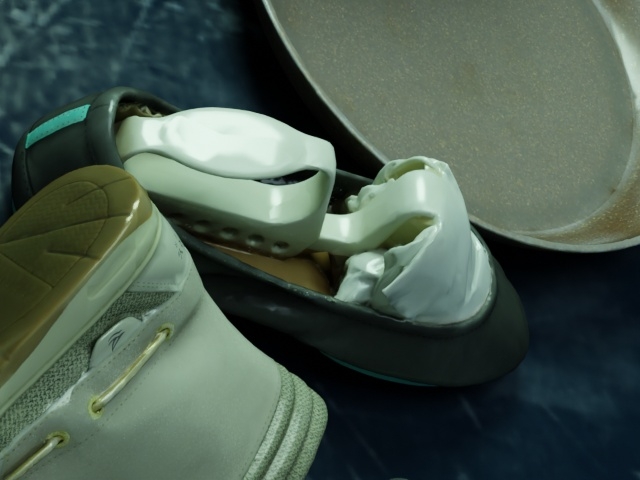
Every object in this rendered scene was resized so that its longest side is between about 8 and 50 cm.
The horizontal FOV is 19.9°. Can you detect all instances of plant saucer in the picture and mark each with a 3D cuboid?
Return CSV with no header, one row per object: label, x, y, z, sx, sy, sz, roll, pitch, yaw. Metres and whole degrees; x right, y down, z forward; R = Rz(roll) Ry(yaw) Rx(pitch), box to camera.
plant saucer,0.082,-0.120,0.992,0.310,0.050,0.310,19,51,-25

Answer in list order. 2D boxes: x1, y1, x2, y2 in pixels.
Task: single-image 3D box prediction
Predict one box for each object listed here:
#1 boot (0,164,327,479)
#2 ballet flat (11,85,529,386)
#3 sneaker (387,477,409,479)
boot,-0.104,0.097,0.680,0.213,0.077,0.165,-47,131,-9
ballet flat,0.000,0.000,0.818,0.280,0.096,0.095,16,53,-28
sneaker,0.065,0.144,0.817,0.109,0.040,0.044,44,29,-9
